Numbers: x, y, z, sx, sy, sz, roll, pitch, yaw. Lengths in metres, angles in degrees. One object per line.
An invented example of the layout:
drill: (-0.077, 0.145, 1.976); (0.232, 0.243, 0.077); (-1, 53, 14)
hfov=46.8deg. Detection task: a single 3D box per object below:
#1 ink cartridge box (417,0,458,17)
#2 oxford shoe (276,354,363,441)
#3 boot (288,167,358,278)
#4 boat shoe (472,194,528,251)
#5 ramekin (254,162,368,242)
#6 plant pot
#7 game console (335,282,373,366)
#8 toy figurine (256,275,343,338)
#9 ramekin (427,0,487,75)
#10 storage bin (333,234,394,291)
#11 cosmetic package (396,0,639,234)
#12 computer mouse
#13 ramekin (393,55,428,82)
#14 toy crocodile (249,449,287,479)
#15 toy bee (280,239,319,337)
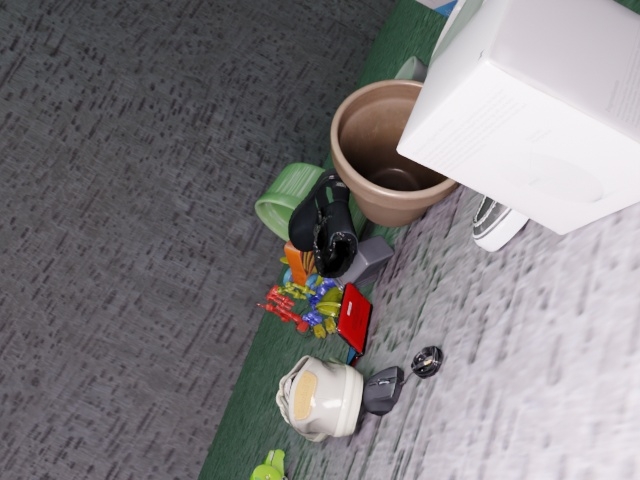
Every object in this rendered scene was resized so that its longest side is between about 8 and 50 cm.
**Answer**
ink cartridge box: (0.362, -0.723, 1.830); (0.270, 0.198, 0.197); (-53, 13, 52)
oxford shoe: (-0.019, 0.295, 1.399); (0.449, 0.130, 0.169); (119, 161, -76)
boot: (0.000, 0.000, 1.530); (0.246, 0.094, 0.207); (122, 155, -43)
boat shoe: (0.267, -0.135, 0.986); (0.306, 0.105, 0.113); (-62, 8, 18)
ramekin: (-0.012, -0.078, 2.012); (0.148, 0.303, 0.303); (-60, 6, -18)
plant pot: (0.150, -0.140, 1.428); (0.229, 0.263, 0.263); (88, -159, -63)
game console: (0.054, 0.183, 1.523); (0.085, 0.124, 0.144); (-28, 28, 30)
toy figurine: (0.004, 0.086, 1.809); (0.217, 0.191, 0.362); (-63, 8, -21)
ramekin: (0.316, -0.389, 1.367); (0.273, 0.127, 0.272); (-156, 90, -82)
storage bin: (0.088, 0.037, 1.585); (0.135, 0.098, 0.091); (-19, -21, -50)
cosmetic package: (0.234, -0.136, 0.769); (0.138, 0.225, 0.224); (-68, 9, -19)
computer mouse: (0.118, 0.213, 1.145); (0.242, 0.041, 0.071); (-53, 13, 53)
ramekin: (0.207, -0.267, 1.690); (0.277, 0.135, 0.277); (-156, 90, -82)
toy crocodile: (-0.123, 0.565, 1.502); (0.115, 0.105, 0.340); (-62, 4, 27)
toy bee: (-0.029, 0.097, 2.059); (0.162, 0.195, 0.298); (-40, -22, -40)
